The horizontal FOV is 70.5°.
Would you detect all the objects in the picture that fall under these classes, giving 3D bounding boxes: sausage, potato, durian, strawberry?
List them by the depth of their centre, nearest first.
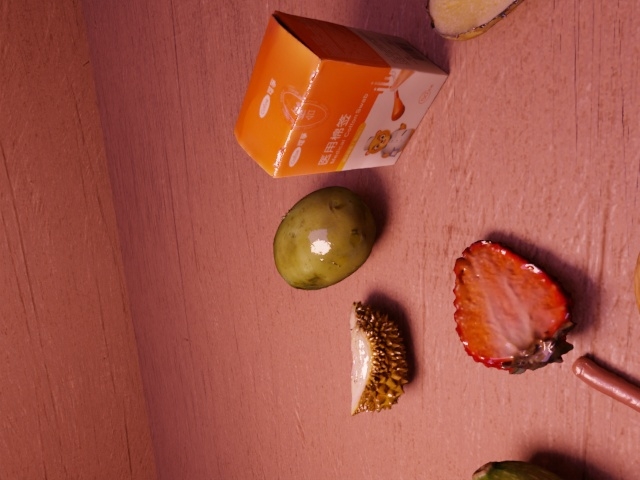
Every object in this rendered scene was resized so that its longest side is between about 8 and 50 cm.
[{"bbox_3d":[0.475,0.234,0.705,0.158,0.036,0.042,26,130,40],"label":"sausage"},{"bbox_3d":[0.273,-0.406,0.725,0.200,0.081,0.164,-30,70,44],"label":"potato"},{"bbox_3d":[0.327,0.115,0.790,0.190,0.111,0.236,-30,52,19],"label":"strawberry"},{"bbox_3d":[0.127,0.256,1.026,0.138,0.183,0.249,-6,94,11],"label":"durian"},{"bbox_3d":[0.002,0.002,1.036,0.216,0.216,0.304,61,146,17],"label":"potato"}]

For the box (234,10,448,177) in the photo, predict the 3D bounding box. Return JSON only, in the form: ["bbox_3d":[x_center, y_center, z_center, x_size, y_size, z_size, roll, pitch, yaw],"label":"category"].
[{"bbox_3d":[0.038,-0.252,0.822,0.143,0.341,0.225,51,132,27],"label":"box"}]

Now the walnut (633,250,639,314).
[{"bbox_3d":[0.486,0.064,0.557,0.165,0.165,0.197,-7,95,48],"label":"walnut"}]

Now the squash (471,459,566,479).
[{"bbox_3d":[0.376,0.530,0.752,0.309,0.310,0.310,63,140,42],"label":"squash"}]
